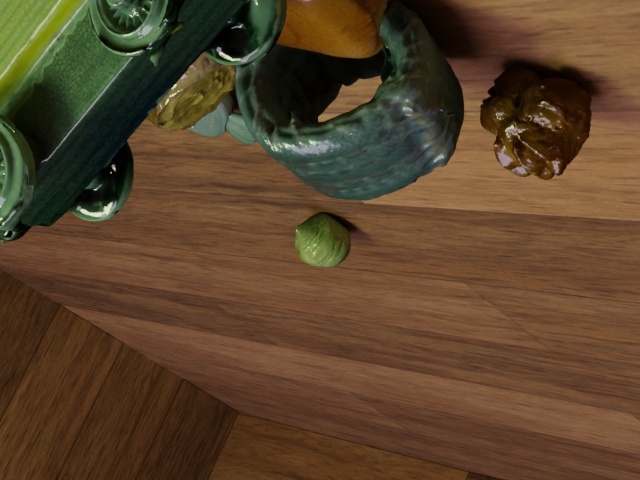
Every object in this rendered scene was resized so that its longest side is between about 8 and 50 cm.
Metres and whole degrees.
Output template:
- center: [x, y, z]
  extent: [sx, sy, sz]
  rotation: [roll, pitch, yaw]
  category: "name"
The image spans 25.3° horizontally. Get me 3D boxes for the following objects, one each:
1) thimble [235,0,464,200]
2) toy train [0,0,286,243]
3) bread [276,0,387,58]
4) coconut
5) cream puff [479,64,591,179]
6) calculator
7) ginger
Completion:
- center: [0.037, -0.146, 1.481]
  extent: [0.235, 0.198, 0.143]
  rotation: [15, 163, 34]
  category: "thimble"
- center: [-0.222, -0.201, 1.307]
  extent: [0.179, 0.442, 0.272]
  rotation: [-2, -126, -53]
  category: "toy train"
- center: [-0.049, -0.259, 1.390]
  extent: [0.245, 0.121, 0.174]
  rotation: [14, 159, 27]
  category: "bread"
- center: [0.000, 0.000, 2.225]
  extent: [0.096, 0.088, 0.088]
  rotation: [26, 165, -25]
  category: "coconut"
- center: [0.218, -0.125, 1.466]
  extent: [0.094, 0.122, 0.116]
  rotation: [26, 127, -33]
  category: "cream puff"
- center: [-0.209, -0.211, 1.930]
  extent: [0.295, 0.042, 0.184]
  rotation: [27, 164, 1]
  category: "calculator"
- center: [-0.185, -0.235, 1.648]
  extent: [0.221, 0.130, 0.275]
  rotation: [61, 151, 18]
  category: "ginger"
